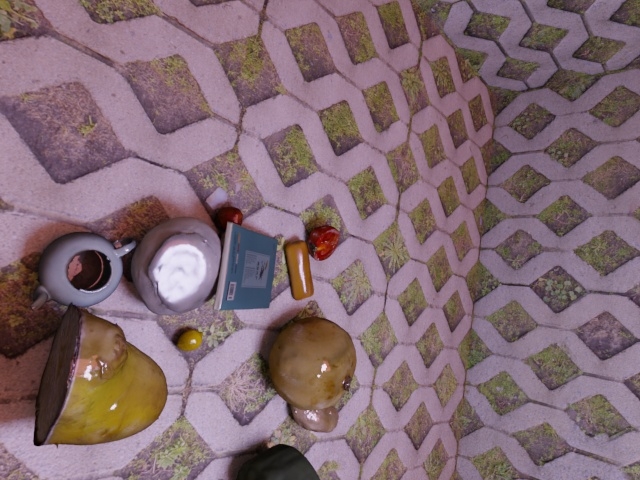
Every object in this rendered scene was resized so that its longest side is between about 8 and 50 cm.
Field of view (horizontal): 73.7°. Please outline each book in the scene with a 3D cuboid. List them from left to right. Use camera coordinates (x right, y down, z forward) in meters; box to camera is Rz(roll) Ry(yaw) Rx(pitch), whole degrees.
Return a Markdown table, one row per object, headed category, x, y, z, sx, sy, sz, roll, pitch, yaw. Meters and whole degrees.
| category | x | y | z | sx | sy | sz | roll | pitch | yaw |
| --- | --- | --- | --- | --- | --- | --- | --- | --- | --- |
| book | -0.230 | 0.098 | 1.408 | 0.379 | 0.031 | 0.264 | 30 | 67 | -72 |

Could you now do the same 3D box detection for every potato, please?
| category | x | y | z | sx | sy | sz | roll | pitch | yaw |
| --- | --- | --- | --- | --- | --- | --- | --- | --- | --- |
| potato | -0.497 | 0.330 | 1.044 | 0.296 | 0.290 | 0.397 | 17 | 119 | -38 |

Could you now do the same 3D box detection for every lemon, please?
| category | x | y | z | sx | sy | sz | roll | pitch | yaw |
| --- | --- | --- | --- | --- | --- | --- | --- | --- | --- |
| lemon | -0.404 | 0.310 | 1.331 | 0.092 | 0.065 | 0.065 | -23 | 107 | -45 |

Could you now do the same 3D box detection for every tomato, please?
| category | x | y | z | sx | sy | sz | roll | pitch | yaw |
| --- | --- | --- | --- | --- | --- | --- | --- | --- | --- |
| tomato | 0.000 | 0.000 | 1.725 | 0.139 | 0.091 | 0.159 | -24 | 135 | -33 |

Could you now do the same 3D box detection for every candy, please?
| category | x | y | z | sx | sy | sz | roll | pitch | yaw |
| --- | --- | --- | --- | --- | --- | --- | --- | --- | --- |
| candy | -0.409 | 0.072 | 1.239 | 0.295 | 0.185 | 0.295 | -18 | 117 | -38 |

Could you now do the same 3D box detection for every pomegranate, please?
| category | x | y | z | sx | sy | sz | roll | pitch | yaw |
| --- | --- | --- | --- | --- | --- | --- | --- | --- | --- |
| pomegranate | -0.021 | 0.445 | 1.555 | 0.332 | 0.332 | 0.332 | -1 | 91 | -46 |

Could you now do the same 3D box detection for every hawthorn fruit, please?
| category | x | y | z | sx | sy | sz | roll | pitch | yaw |
| --- | --- | --- | --- | --- | --- | --- | --- | --- | --- |
| hawthorn fruit | -0.308 | -0.075 | 1.422 | 0.093 | 0.081 | 0.081 | 9 | 83 | -16 |

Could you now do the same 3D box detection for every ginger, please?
| category | x | y | z | sx | sy | sz | roll | pitch | yaw |
| --- | --- | --- | --- | --- | --- | --- | --- | --- | --- |
| ginger | -0.023 | 0.675 | 1.678 | 0.267 | 0.138 | 0.152 | 53 | 51 | -27 |

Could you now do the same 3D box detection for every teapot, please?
| category | x | y | z | sx | sy | sz | roll | pitch | yaw |
| --- | --- | --- | --- | --- | --- | --- | --- | --- | --- |
| teapot | -0.599 | 0.074 | 1.080 | 0.294 | 0.129 | 0.193 | -41 | 119 | -37 |

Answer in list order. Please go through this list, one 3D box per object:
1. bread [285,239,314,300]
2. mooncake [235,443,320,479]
| category | x | y | z | sx | sy | sz | roll | pitch | yaw |
| --- | --- | --- | --- | --- | --- | --- | --- | --- | --- |
| bread | -0.076 | 0.118 | 1.659 | 0.092 | 0.074 | 0.239 | -22 | 106 | -49 |
| mooncake | -0.132 | 0.884 | 1.417 | 0.194 | 0.356 | 0.356 | -12 | 99 | -40 |
